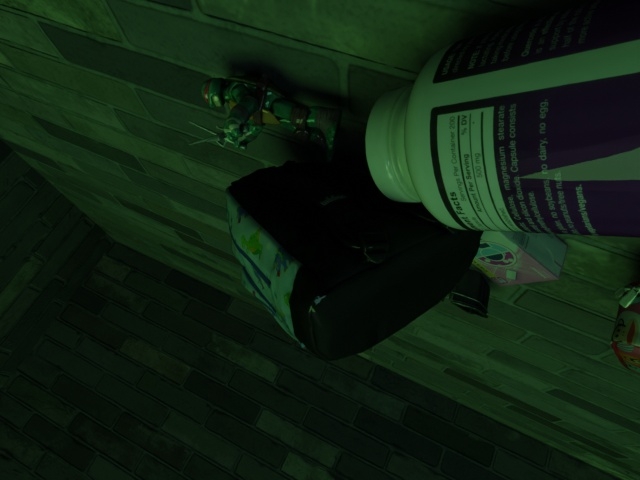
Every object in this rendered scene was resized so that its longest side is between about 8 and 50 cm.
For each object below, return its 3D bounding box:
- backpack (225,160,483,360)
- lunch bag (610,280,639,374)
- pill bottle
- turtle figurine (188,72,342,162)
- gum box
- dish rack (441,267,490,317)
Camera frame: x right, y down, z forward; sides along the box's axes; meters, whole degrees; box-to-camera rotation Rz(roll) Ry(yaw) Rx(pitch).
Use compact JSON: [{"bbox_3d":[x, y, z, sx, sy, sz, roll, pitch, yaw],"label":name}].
[{"bbox_3d":[0.000,0.000,0.626,0.355,0.290,0.273,41,142,36],"label":"backpack"},{"bbox_3d":[0.522,0.137,0.501,0.293,0.120,0.258,10,165,45],"label":"lunch bag"},{"bbox_3d":[0.203,-0.095,0.359,0.323,0.181,0.181,5,149,45],"label":"pill bottle"},{"bbox_3d":[-0.089,-0.176,0.603,0.234,0.118,0.175,14,-168,1],"label":"turtle figurine"},{"bbox_3d":[0.258,-0.008,0.639,0.188,0.062,0.107,34,157,-15],"label":"gum box"},{"bbox_3d":[0.182,0.067,0.808,0.272,0.074,0.208,16,173,29],"label":"dish rack"}]
